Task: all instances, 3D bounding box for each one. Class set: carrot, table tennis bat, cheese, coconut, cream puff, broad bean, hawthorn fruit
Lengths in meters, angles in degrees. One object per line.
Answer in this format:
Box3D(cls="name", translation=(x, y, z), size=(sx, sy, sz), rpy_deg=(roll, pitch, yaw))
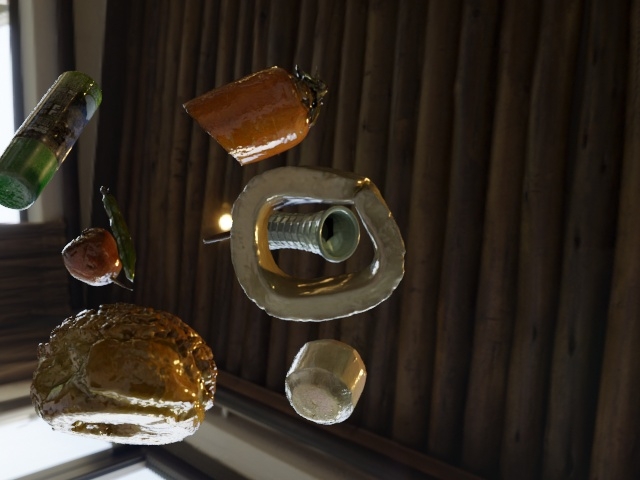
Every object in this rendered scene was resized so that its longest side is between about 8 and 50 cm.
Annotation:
Box3D(cls="carrot", translation=(-0.124, -0.294, 1.505), size=(0.214, 0.331, 0.193), rpy_deg=(65, -6, -23))
Box3D(cls="table tennis bat", translation=(-0.252, -0.026, 2.025), size=(0.246, 0.138, 0.022), rpy_deg=(-13, -81, 15))
Box3D(cls="cheese", translation=(0.000, -0.002, 1.244), size=(0.332, 0.153, 0.292), rpy_deg=(-2, -80, 3))
Box3D(cls="coconut", translation=(0.023, 0.376, 1.770), size=(0.224, 0.234, 0.224), rpy_deg=(10, -62, 20))
Box3D(cls="cream puff", translation=(-0.351, 0.232, 1.168), size=(0.343, 0.327, 0.231), rpy_deg=(119, -22, -57))
Box3D(cls="broad bean", translation=(-0.511, -0.015, 1.643), size=(0.060, 0.043, 0.298), rpy_deg=(75, -10, -61))
Box3D(cls="hawthorn fruit", translation=(-0.594, 0.062, 1.682), size=(0.149, 0.149, 0.189), rpy_deg=(-20, -95, 46))

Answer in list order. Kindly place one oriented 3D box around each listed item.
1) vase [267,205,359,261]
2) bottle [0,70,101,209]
Box3D(cls="vase", translation=(-0.047, -0.022, 1.712), size=(0.298, 0.143, 0.143), rpy_deg=(4, -82, 51))
Box3D(cls="bottle", translation=(-0.505, -0.193, 1.187), size=(0.093, 0.093, 0.330), rpy_deg=(-48, -157, 39))
